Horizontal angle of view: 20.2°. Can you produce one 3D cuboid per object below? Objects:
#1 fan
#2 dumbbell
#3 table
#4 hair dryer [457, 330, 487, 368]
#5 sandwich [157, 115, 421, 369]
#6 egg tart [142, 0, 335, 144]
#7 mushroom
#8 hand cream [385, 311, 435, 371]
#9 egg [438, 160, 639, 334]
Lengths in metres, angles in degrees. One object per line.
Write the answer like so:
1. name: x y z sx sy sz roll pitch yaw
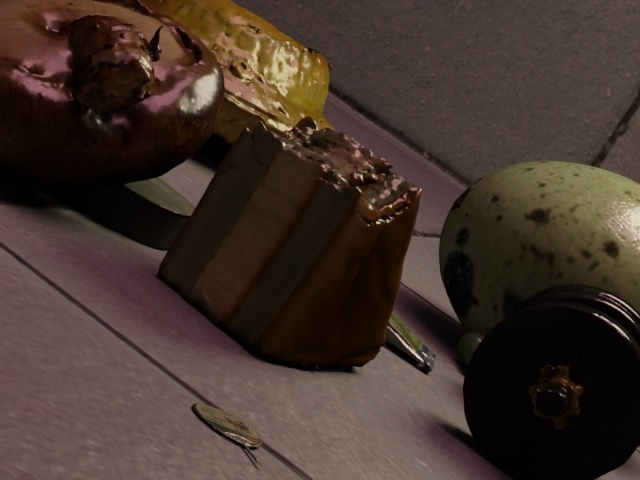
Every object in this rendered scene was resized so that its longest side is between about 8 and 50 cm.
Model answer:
1. fan: -0.059 0.145 1.342 0.080 0.003 0.060 37 11 25
2. dumbbell: 0.255 0.144 1.853 0.185 0.185 0.388 34 9 10
3. table: -0.190 -0.044 1.766 0.133 0.043 0.133 31 9 -6
4. hair dryer: 0.228 0.164 2.098 0.150 0.047 0.071 37 7 -16
5. sandwich: 0.000 0.000 1.686 0.155 0.198 0.227 37 10 26
6. egg tart: -0.132 -0.231 2.445 0.443 0.178 0.443 28 2 -1
7. mushroom: -0.230 -0.143 1.662 0.297 0.163 0.278 -2 20 -29
8. hand cream: 0.034 0.062 1.976 0.235 0.055 0.086 40 12 -1
9. egg: 0.309 0.052 2.189 0.379 0.288 0.287 26 5 29
